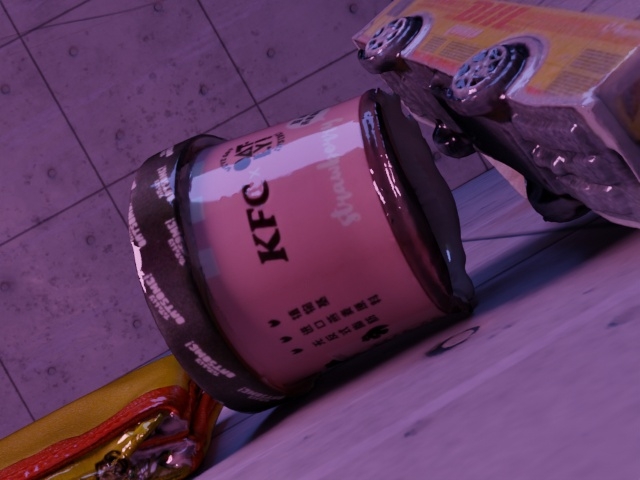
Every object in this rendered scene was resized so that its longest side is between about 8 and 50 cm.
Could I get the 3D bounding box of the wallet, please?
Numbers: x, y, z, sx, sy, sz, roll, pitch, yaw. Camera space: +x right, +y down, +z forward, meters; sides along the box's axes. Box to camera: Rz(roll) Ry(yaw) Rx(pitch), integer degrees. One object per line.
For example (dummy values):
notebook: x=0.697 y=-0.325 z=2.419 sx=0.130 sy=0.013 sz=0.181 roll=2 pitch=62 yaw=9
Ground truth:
wallet: x=-0.169 y=0.136 z=0.464 sx=0.241 sy=0.067 sz=0.141 roll=-29 pitch=2 yaw=-2

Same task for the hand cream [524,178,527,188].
hand cream: x=0.208 y=-0.057 z=0.658 sx=0.083 sy=0.048 sz=0.224 roll=-29 pitch=-6 yaw=34

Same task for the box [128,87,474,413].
box: x=0.000 y=0.000 z=0.446 sx=0.135 sy=0.151 sz=0.151 roll=-20 pitch=3 yaw=19

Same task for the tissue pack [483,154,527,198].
tissue pack: x=0.283 y=-0.168 z=0.779 sx=0.325 sy=0.170 sz=0.071 roll=-29 pitch=42 yaw=29

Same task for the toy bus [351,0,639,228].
toy bus: x=0.104 y=-0.089 z=0.442 sx=0.106 sy=0.092 sz=0.268 roll=-43 pitch=25 yaw=1
